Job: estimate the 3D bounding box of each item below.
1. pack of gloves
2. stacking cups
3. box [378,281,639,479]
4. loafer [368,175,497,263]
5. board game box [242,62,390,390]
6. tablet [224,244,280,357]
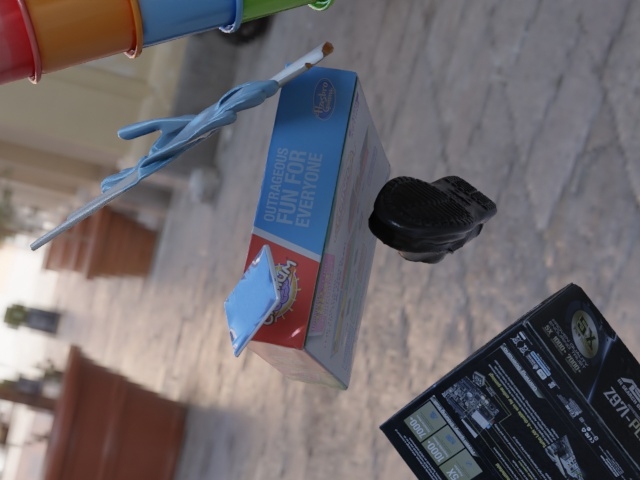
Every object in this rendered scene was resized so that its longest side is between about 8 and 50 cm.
[{"bbox_3d":[-0.116,-0.092,1.189,0.232,0.046,0.195,-31,7,23],"label":"pack of gloves"},{"bbox_3d":[-0.095,-0.160,0.899,0.096,0.316,0.096,163,90,-74],"label":"stacking cups"},{"bbox_3d":[0.153,0.144,0.961,0.147,0.180,0.077,-43,-9,37],"label":"box"},{"bbox_3d":[0.102,-0.008,1.401,0.078,0.080,0.220,-58,-21,18],"label":"loafer"},{"bbox_3d":[0.000,0.000,1.385,0.316,0.064,0.242,58,-138,-75],"label":"board game box"},{"bbox_3d":[-0.053,0.047,1.160,0.083,0.006,0.054,-54,39,44],"label":"tablet"}]
